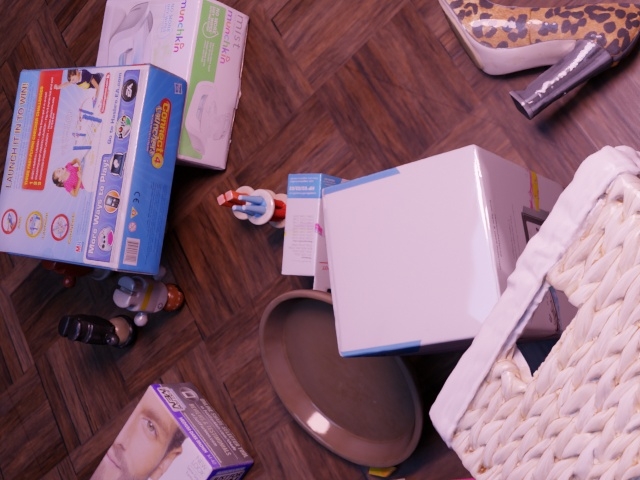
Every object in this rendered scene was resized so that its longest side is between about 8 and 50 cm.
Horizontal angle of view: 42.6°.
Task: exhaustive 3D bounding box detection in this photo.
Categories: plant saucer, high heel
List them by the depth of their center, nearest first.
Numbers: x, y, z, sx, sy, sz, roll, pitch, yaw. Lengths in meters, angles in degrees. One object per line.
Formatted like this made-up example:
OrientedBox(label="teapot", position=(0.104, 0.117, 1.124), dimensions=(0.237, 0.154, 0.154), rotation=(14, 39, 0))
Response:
OrientedBox(label="high heel", position=(0.275, -0.289, 1.049), dimensions=(0.186, 0.093, 0.261), rotation=(-35, 57, 8))
OrientedBox(label="plant saucer", position=(0.029, 0.184, 1.116), dimensions=(0.278, 0.041, 0.277), rotation=(23, 129, 32))

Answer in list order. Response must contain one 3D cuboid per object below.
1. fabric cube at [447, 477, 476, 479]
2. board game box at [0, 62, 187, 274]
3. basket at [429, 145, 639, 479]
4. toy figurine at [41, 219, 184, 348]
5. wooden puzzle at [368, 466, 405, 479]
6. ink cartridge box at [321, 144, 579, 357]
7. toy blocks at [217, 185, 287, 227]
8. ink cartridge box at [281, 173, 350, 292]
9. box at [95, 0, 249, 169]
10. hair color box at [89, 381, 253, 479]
OrientedBox(label="fabric cube", position=(0.185, 0.412, 0.915), dimensions=(0.254, 0.259, 0.258), rotation=(-15, 79, 26))
OrientedBox(label="board game box", position=(-0.369, -0.114, 1.293), dimensions=(0.302, 0.086, 0.308), rotation=(6, 86, 34))
OrientedBox(label="basket", position=(0.338, 0.137, 0.732), dimensions=(0.328, 0.332, 0.266), rotation=(-65, 35, 27))
OrientedBox(label="toy figurine", position=(-0.344, 0.065, 1.396), dimensions=(0.210, 0.148, 0.213), rotation=(-31, 67, 22))
OrientedBox(label="wooden puzzle", position=(0.092, 0.362, 1.119), dimensions=(0.079, 0.014, 0.116), rotation=(-19, 56, 44))
OrientedBox(label="ink cartridge box", position=(0.165, 0.028, 0.964), dimensions=(0.198, 0.270, 0.197), rotation=(-14, 77, 33))
OrientedBox(label="toy blocks", position=(-0.100, -0.053, 1.228), dimensions=(0.123, 0.148, 0.054), rotation=(14, 94, 34))
OrientedBox(label="ink cartridge box", position=(0.000, 0.000, 1.180), dimensions=(0.062, 0.104, 0.181), rotation=(2, 87, 35))
OrientedBox(label="box", position=(-0.257, -0.261, 1.372), dimensions=(0.231, 0.127, 0.261), rotation=(10, 91, 37))
OrientedBox(label="hair color box", position=(-0.275, 0.416, 1.332), dimensions=(0.185, 0.110, 0.338), rotation=(44, 108, 30))
